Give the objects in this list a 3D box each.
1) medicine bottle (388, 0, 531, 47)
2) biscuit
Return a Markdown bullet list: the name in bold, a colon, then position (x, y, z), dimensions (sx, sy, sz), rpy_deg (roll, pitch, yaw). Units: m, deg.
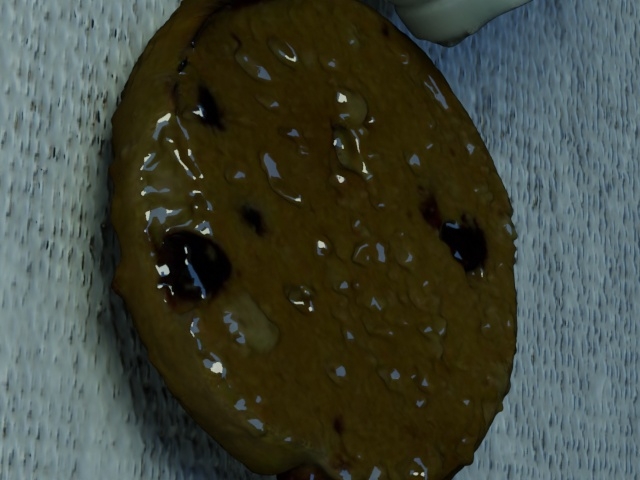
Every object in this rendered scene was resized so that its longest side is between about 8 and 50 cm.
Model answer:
- **medicine bottle**: position (0.035, -0.290, 0.976), dimensions (0.332, 0.190, 0.190), rpy_deg (53, 51, -16)
- **biscuit**: position (-0.001, 0.000, 0.962), dimensions (0.296, 0.075, 0.295), rpy_deg (20, 60, -39)
